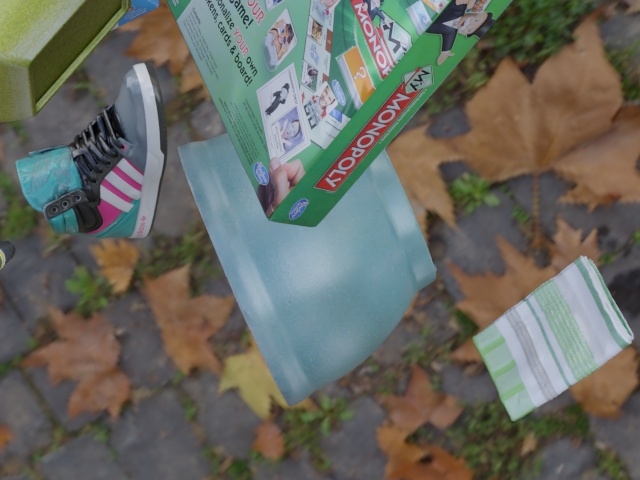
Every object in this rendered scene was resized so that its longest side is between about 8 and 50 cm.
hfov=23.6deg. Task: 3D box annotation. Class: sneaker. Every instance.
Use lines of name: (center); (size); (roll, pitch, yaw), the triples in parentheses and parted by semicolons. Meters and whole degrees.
sneaker: (-0.285, 0.017, 1.255); (0.083, 0.035, 0.031); (-2, 104, 28)
sneaker: (-0.303, -0.108, 1.991); (0.295, 0.178, 0.124); (105, 152, -46)

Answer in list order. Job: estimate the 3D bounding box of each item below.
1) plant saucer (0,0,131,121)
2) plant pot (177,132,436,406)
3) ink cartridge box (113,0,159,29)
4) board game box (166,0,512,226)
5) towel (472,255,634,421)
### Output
plant saucer: (-0.211, -0.181, 1.249); (0.045, 0.188, 0.188); (37, 164, 2)
plant pot: (0.000, 0.000, 1.584); (0.196, 0.293, 0.293); (-23, 99, 0)
ink cartridge box: (-0.328, -0.349, 2.026); (0.139, 0.190, 0.082); (-20, 63, 30)
board game box: (-0.017, -0.196, 1.023); (0.213, 0.046, 0.317); (-48, 51, 31)
towel: (0.230, 0.098, 1.544); (0.152, 0.023, 0.113); (-38, 51, 20)
